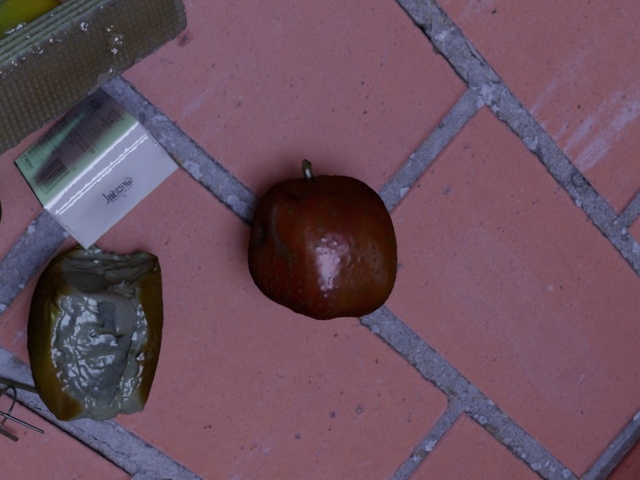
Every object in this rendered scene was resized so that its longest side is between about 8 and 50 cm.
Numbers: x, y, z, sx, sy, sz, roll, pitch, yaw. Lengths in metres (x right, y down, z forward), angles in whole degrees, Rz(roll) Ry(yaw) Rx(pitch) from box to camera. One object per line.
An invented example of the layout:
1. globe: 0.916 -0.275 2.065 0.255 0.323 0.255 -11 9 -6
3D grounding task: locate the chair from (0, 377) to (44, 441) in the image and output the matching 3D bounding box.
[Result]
1. chair: -0.589 0.278 1.760 0.095 0.104 0.221 -43 125 15

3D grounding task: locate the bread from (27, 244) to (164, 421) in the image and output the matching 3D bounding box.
1. bread: -0.379 0.152 1.714 0.225 0.279 0.250 3 107 -12

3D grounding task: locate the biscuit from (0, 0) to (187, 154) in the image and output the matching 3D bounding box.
1. biscuit: -0.380 -0.287 1.562 0.426 0.078 0.144 -41 143 -27

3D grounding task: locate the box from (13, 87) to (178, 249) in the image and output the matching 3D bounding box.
1. box: -0.362 -0.122 1.615 0.194 0.260 0.111 -43 120 -5

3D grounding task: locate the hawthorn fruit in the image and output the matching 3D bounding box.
1. hawthorn fruit: 0.000 0.000 1.840 0.275 0.275 0.299 -12 100 -21

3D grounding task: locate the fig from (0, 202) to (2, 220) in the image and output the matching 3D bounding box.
1. fig: -0.579 -0.032 1.536 0.233 0.314 0.233 -34 137 -39

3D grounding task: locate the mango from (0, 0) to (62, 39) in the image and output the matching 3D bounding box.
1. mango: -0.483 -0.282 1.598 0.137 0.091 0.237 30 97 -34
